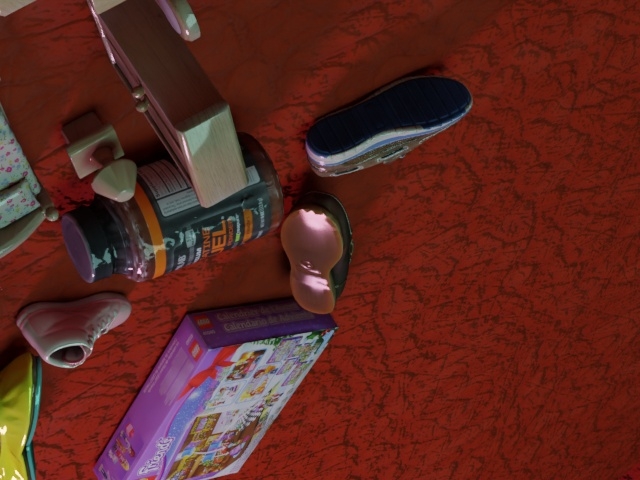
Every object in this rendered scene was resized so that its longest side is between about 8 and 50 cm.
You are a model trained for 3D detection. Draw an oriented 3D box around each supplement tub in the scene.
[{"bbox_3d":[-0.141,-0.025,1.475,0.198,0.106,0.106,-22,150,-23],"label":"supplement tub"}]

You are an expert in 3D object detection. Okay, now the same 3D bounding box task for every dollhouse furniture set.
[{"bbox_3d":[-0.257,-0.058,1.225,0.355,0.174,0.303,-30,151,-11],"label":"dollhouse furniture set"}]

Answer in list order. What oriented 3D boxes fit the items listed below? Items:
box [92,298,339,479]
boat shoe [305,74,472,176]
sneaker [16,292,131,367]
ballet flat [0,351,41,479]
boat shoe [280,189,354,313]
[{"bbox_3d":[-0.128,0.190,1.875,0.201,0.057,0.293,-7,141,-43],"label":"box"},{"bbox_3d":[0.069,-0.117,1.616,0.183,0.066,0.066,-18,154,-11],"label":"boat shoe"},{"bbox_3d":[-0.239,0.095,1.594,0.134,0.070,0.051,-5,138,-45],"label":"sneaker"},{"bbox_3d":[-0.336,0.197,1.653,0.077,0.077,0.231,0,144,-13],"label":"ballet flat"},{"bbox_3d":[0.000,0.000,1.719,0.207,0.073,0.073,95,18,-59],"label":"boat shoe"}]
